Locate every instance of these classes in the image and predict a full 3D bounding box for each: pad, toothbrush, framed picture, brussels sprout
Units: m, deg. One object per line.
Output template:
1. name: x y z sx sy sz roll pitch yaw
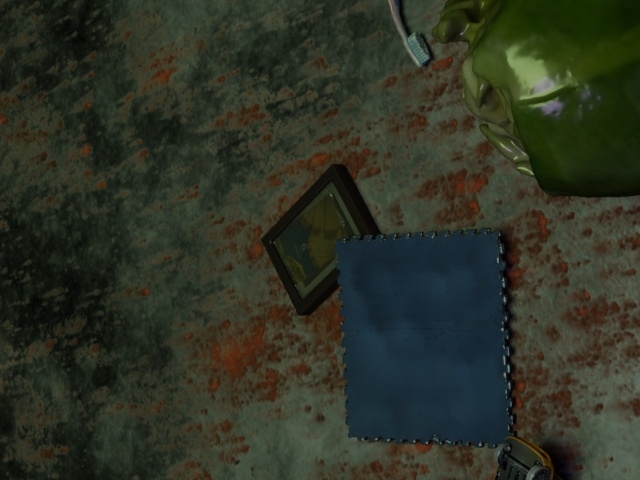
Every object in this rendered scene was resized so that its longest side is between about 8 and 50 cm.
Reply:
1. pad: 0.125 0.121 1.956 0.269 0.012 0.269 -1 91 41
2. toothbrush: 0.083 -0.334 2.021 0.027 0.021 0.269 -33 66 25
3. framed picture: 0.000 0.000 2.090 0.168 0.023 0.128 -45 59 34
4. brussels sprout: 0.288 -0.178 1.633 0.371 0.314 0.276 -135 25 -75

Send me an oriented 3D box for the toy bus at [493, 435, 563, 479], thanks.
1. toy bus: 0.232 0.306 1.818 0.069 0.074 0.162 31 112 49
